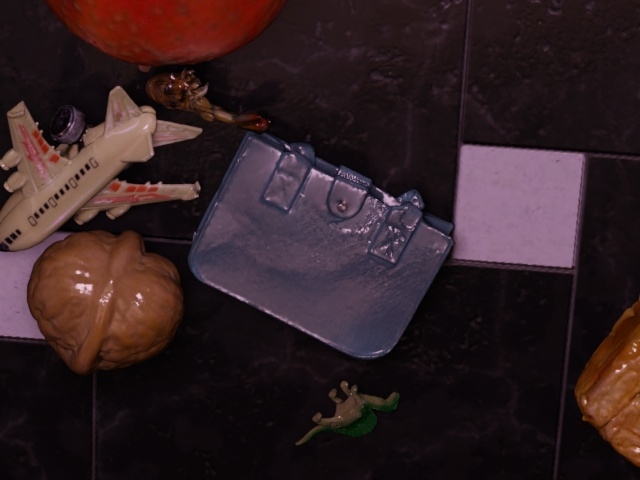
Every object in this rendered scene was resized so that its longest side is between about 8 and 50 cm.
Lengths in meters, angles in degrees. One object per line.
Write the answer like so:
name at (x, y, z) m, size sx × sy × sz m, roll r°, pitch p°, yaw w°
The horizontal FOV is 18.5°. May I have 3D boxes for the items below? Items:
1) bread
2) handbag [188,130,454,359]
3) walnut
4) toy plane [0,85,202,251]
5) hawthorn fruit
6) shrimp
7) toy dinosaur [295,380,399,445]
bread at (0.389, 0.098, 1.891) m, size 0.167 × 0.132 × 0.294 m, roll 38°, pitch 110°, yaw -8°
handbag at (0.000, 0.000, 1.930) m, size 0.229 × 0.062 × 0.179 m, roll 27°, pitch 110°, yaw -5°
walnut at (-0.212, 0.061, 1.921) m, size 0.167 × 0.166 × 0.149 m, roll 20°, pitch 73°, yaw -2°
toy plane at (-0.237, -0.065, 1.900) m, size 0.244 × 0.092 × 0.229 m, roll -30°, pitch 141°, yaw 32°
hawthorn fruit at (-0.132, -0.282, 1.732) m, size 0.275 × 0.275 × 0.299 m, roll 13°, pitch 122°, yaw 1°
shrimp at (-0.104, -0.126, 1.838) m, size 0.124 × 0.178 × 0.034 m, roll 21°, pitch 85°, yaw -11°
toy dinosaur at (0.024, 0.185, 2.018) m, size 0.120 × 0.029 × 0.060 m, roll -41°, pitch 113°, yaw 18°
